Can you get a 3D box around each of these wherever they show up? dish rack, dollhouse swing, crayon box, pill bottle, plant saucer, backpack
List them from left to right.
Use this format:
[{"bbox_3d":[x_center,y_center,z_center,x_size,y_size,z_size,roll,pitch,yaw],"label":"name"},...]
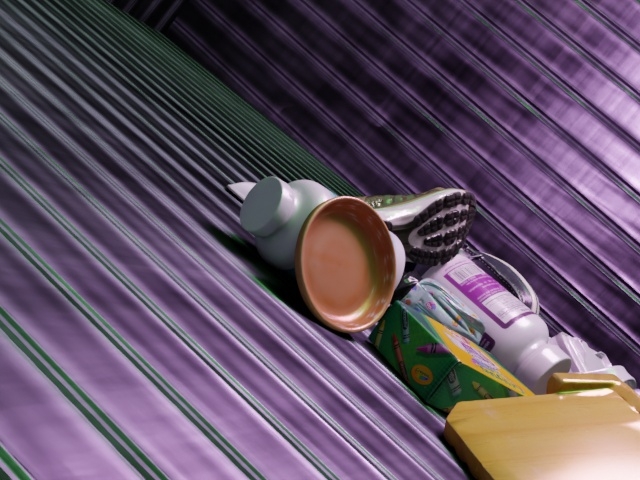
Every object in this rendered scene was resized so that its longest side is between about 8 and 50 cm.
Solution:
[{"bbox_3d":[0.000,0.000,1.593,0.264,0.146,0.146,32,10,-38],"label":"pill bottle"},{"bbox_3d":[0.032,0.036,1.492,0.037,0.200,0.200,-7,-30,47],"label":"plant saucer"},{"bbox_3d":[0.200,0.138,1.815,0.182,0.115,0.152,41,5,6],"label":"backpack"},{"bbox_3d":[0.218,0.210,1.589,0.278,0.081,0.165,31,10,-43],"label":"crayon box"},{"bbox_3d":[0.320,0.175,1.933,0.301,0.169,0.169,43,9,32],"label":"pill bottle"},{"bbox_3d":[0.357,0.373,1.347,0.347,0.305,0.315,-130,-153,-59],"label":"dollhouse swing"},{"bbox_3d":[0.617,0.349,2.216,0.285,0.072,0.332,26,34,-53],"label":"dish rack"}]

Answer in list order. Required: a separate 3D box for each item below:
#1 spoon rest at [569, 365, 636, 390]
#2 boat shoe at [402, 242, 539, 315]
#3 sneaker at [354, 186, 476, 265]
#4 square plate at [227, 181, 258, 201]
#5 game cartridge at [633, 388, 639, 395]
[{"bbox_3d":[0.528,0.307,2.033,0.276,0.084,0.137,-14,51,-34],"label":"spoon rest"},{"bbox_3d":[0.290,0.070,2.417,0.500,0.186,0.156,37,11,32],"label":"boat shoe"},{"bbox_3d":[0.119,-0.045,1.892,0.410,0.158,0.182,-10,33,-37],"label":"sneaker"},{"bbox_3d":[0.000,-0.011,2.029,0.344,0.049,0.347,38,8,8],"label":"square plate"},{"bbox_3d":[0.534,0.404,1.453,0.355,0.068,0.230,-125,-162,-53],"label":"game cartridge"}]
